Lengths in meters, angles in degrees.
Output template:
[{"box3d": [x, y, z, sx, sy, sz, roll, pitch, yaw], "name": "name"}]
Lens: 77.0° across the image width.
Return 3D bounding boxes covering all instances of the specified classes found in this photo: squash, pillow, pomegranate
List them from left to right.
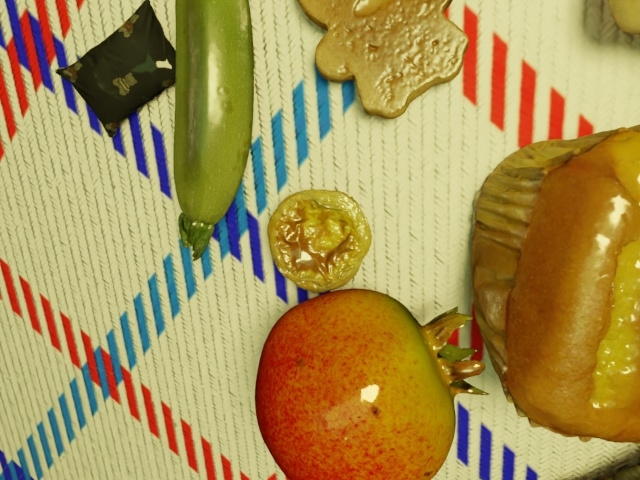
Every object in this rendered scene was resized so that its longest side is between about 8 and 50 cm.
[{"box3d": [-0.231, -0.201, 0.481, 0.150, 0.048, 0.090, -28, 95, 14], "name": "pillow"}, {"box3d": [-0.121, -0.137, 0.457, 0.094, 0.094, 0.341, 8, 103, 9], "name": "squash"}, {"box3d": [0.053, 0.154, 0.436, 0.256, 0.221, 0.221, -29, 97, 9], "name": "pomegranate"}]

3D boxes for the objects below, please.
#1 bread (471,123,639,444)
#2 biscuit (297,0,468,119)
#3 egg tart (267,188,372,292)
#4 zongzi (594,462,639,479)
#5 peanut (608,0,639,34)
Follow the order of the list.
[{"box3d": [0.259, 0.039, 0.381, 0.204, 0.156, 0.288, 5, 100, 8], "name": "bread"}, {"box3d": [0.053, -0.246, 0.420, 0.166, 0.036, 0.226, -33, 93, 17], "name": "biscuit"}, {"box3d": [0.000, 0.000, 0.485, 0.130, 0.052, 0.131, 2, 103, 11], "name": "egg tart"}, {"box3d": [0.400, 0.385, 0.481, 0.260, 0.123, 0.289, 45, 122, -8], "name": "zongzi"}, {"box3d": [0.396, -0.243, 0.302, 0.313, 0.149, 0.149, -18, 100, 20], "name": "peanut"}]
